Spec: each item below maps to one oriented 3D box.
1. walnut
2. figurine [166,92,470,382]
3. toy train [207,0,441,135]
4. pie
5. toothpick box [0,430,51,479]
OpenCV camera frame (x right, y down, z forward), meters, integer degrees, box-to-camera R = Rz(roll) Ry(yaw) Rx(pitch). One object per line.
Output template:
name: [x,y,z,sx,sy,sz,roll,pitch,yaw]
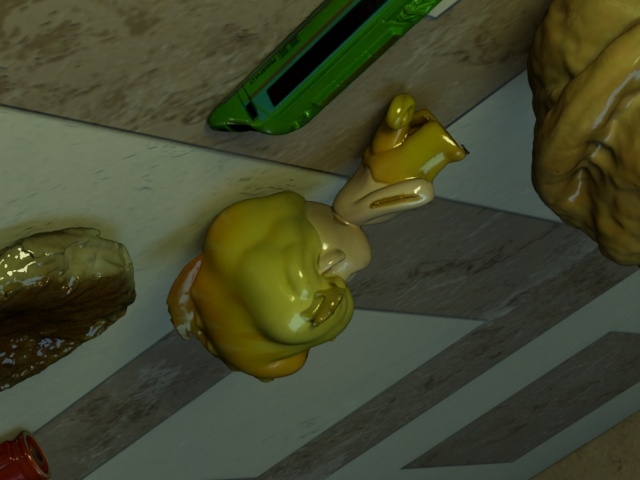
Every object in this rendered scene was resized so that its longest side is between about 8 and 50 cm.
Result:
walnut: [0.250,-0.097,1.268,0.257,0.224,0.257,-29,156,-14]
figurine: [0.000,0.000,1.360,0.246,0.131,0.156,-45,-161,5]
toy train: [0.008,-0.117,1.172,0.044,0.042,0.209,-1,147,-50]
pie: [-0.222,0.053,1.294,0.195,0.046,0.195,-23,159,-10]
toothpick box: [-0.277,0.201,1.588,0.083,0.047,0.047,-28,160,4]
